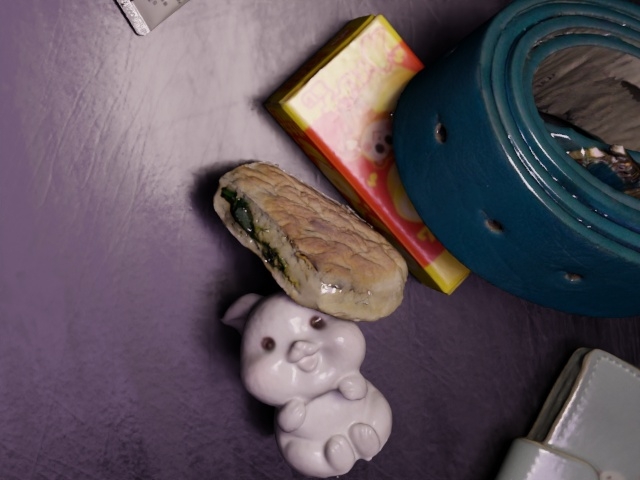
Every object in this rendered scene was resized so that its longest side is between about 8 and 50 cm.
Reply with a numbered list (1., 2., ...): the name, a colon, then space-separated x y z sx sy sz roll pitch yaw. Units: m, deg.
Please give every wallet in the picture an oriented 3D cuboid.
1. wallet: 0.302 0.311 1.517 0.252 0.083 0.360 30 86 -22

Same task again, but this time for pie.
1. pie: 0.002 -0.003 1.349 0.185 0.218 0.052 -7 134 -48

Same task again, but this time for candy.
1. candy: 0.085 -0.090 1.408 0.146 0.088 0.276 -46 105 -8

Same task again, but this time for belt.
1. belt: 0.287 -0.086 1.358 0.437 0.173 0.300 13 64 -35

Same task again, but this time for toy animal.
1. toy animal: -0.012 0.133 1.365 0.127 0.178 0.193 -27 104 -3

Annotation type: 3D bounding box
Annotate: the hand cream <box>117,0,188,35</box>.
1. hand cream: -0.106 -0.302 1.359 0.234 0.050 0.080 -33 104 -5
